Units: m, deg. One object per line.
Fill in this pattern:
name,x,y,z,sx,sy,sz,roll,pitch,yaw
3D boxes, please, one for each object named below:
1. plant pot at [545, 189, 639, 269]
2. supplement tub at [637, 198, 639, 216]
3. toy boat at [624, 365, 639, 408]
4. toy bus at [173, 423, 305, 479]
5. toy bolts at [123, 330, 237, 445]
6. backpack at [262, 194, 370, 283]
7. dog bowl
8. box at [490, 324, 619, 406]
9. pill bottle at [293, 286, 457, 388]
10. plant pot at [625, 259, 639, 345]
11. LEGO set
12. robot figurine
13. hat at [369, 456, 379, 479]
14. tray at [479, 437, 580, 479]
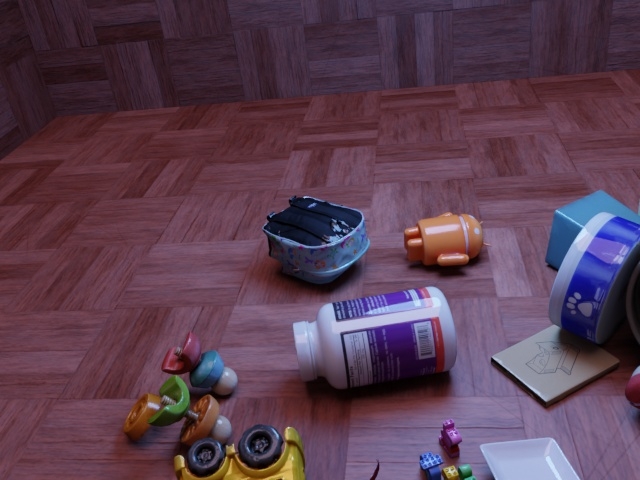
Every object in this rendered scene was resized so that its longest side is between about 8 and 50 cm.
plant pot,0.701,0.020,1.549,0.165,0.166,0.234,-22,40,-22
supplement tub,0.886,-0.088,1.519,0.235,0.325,0.235,-6,31,3
toy boat,0.648,0.312,1.117,0.231,0.151,0.151,21,70,40
toy bus,-0.125,0.443,1.071,0.220,0.149,0.211,-12,46,-2
toy bolts,-0.270,0.333,1.327,0.218,0.158,0.228,-37,25,36
backpack,0.000,0.000,1.714,0.253,0.191,0.225,11,37,42
dog bowl,0.593,0.080,1.348,0.104,0.265,0.265,28,46,36
box,0.486,0.253,1.340,0.201,0.021,0.164,-21,33,-20
pill bottle,0.110,0.208,1.348,0.323,0.181,0.181,-9,30,-2
plant pot,0.807,0.096,1.295,0.323,0.323,0.280,10,19,28
LEGO set,0.231,0.396,1.088,0.087,0.093,0.227,-16,32,-12
robot figurine,0.334,-0.004,1.704,0.219,0.128,0.158,-8,6,0
hat,0.041,0.493,1.030,0.208,0.183,0.173,-36,73,5
tray,0.371,0.434,1.038,0.145,0.030,0.270,-1,29,-10
